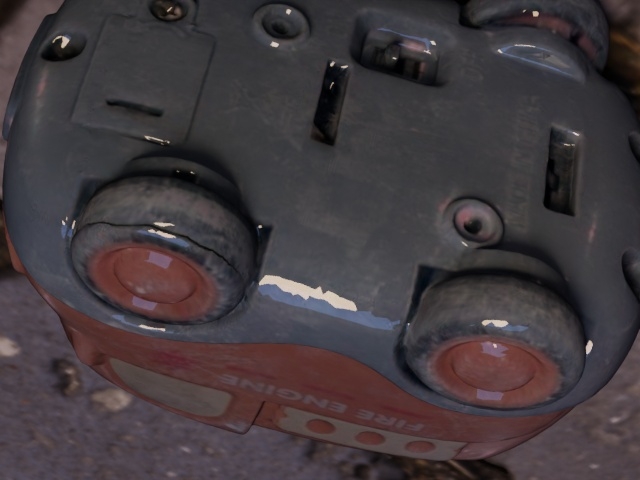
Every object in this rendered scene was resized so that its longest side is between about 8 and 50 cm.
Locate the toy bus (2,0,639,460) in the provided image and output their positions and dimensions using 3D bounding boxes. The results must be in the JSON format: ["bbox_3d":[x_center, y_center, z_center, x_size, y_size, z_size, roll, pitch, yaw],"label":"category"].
[{"bbox_3d":[0.000,0.000,0.651,0.294,0.197,0.232,14,145,-4],"label":"toy bus"}]
